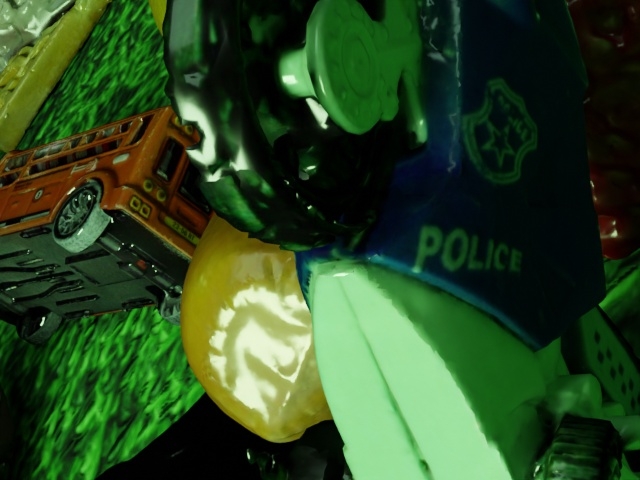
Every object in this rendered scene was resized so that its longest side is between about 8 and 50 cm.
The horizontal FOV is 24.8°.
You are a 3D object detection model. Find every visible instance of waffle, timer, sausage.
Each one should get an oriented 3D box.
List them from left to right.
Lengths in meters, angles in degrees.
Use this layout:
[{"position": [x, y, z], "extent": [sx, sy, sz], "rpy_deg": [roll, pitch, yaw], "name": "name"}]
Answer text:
[{"position": [-0.256, -0.169, 1.318], "extent": [0.191, 0.032, 0.125], "rpy_deg": [-58, 31, -9], "name": "waffle"}, {"position": [-0.039, 0.097, 0.702], "extent": [0.144, 0.055, 0.187], "rpy_deg": [-17, 14, 43], "name": "timer"}, {"position": [0.000, -0.001, 0.682], "extent": [0.105, 0.105, 0.274], "rpy_deg": [-42, 10, 19], "name": "sausage"}]

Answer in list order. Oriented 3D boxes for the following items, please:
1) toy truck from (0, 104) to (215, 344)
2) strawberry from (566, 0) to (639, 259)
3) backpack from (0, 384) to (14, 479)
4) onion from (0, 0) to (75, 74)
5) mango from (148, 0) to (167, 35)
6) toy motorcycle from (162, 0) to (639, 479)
[{"position": [-0.161, -0.008, 0.977], "extent": [0.253, 0.107, 0.114], "rpy_deg": [-10, 52, 45], "name": "toy truck"}, {"position": [0.103, -0.140, 0.647], "extent": [0.261, 0.257, 0.261], "rpy_deg": [-33, 30, 22], "name": "strawberry"}, {"position": [-0.352, 0.175, 0.978], "extent": [0.317, 0.197, 0.283], "rpy_deg": [-28, 40, 2], "name": "backpack"}, {"position": [-0.295, -0.321, 1.304], "extent": [0.314, 0.280, 0.146], "rpy_deg": [-35, 23, 26], "name": "onion"}, {"position": [-0.012, -0.281, 0.967], "extent": [0.253, 0.182, 0.365], "rpy_deg": [2, 61, 51], "name": "mango"}, {"position": [0.052, 0.006, 0.499], "extent": [0.125, 0.331, 0.196], "rpy_deg": [-6, 41, 31], "name": "toy motorcycle"}]
